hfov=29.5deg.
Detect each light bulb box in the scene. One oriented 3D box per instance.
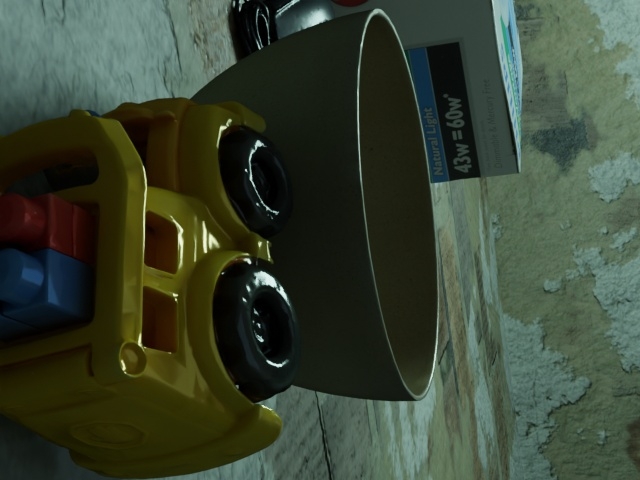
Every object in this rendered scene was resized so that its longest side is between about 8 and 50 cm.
[{"bbox_3d":[0.141,-0.306,1.638,0.361,0.225,0.357,-74,154,-59],"label":"light bulb box"}]

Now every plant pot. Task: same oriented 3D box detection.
[{"bbox_3d":[-0.030,-0.017,0.905,0.284,0.191,0.284,-6,90,-75],"label":"plant pot"}]

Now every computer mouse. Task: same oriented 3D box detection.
[{"bbox_3d":[-0.017,-0.184,1.293,0.262,0.060,0.184,-55,136,-69],"label":"computer mouse"}]

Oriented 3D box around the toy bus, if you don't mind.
[{"bbox_3d":[-0.126,0.002,0.666,0.211,0.149,0.220,34,48,-52],"label":"toy bus"}]
